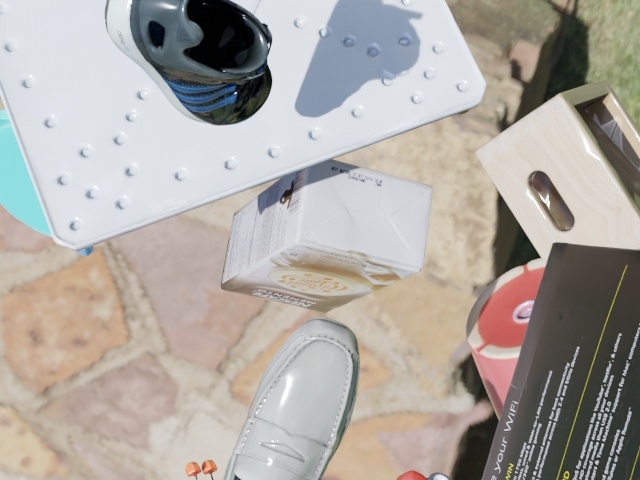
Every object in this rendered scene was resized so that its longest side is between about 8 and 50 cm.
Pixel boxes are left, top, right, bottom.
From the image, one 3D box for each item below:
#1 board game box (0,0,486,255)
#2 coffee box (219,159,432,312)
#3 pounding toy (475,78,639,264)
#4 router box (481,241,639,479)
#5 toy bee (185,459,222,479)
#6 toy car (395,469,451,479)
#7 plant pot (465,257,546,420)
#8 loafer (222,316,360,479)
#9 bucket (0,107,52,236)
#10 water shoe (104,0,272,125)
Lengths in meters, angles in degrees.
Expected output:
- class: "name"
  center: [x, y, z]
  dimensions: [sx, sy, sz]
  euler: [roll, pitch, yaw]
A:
- class: "board game box"
  center: [-0.106, -0.218, 1.099]
  dimensions: [0.050, 0.390, 0.390]
  euler: [97, 150, -70]
- class: "coffee box"
  center: [0.000, 0.000, 1.329]
  dimensions: [0.141, 0.098, 0.246]
  euler: [14, 162, -19]
- class: "pounding toy"
  center: [0.172, -0.018, 0.827]
  dimensions: [0.100, 0.130, 0.141]
  euler: [-34, 84, 30]
- class: "router box"
  center: [0.094, 0.092, 0.378]
  dimensions: [0.046, 0.179, 0.133]
  euler: [18, 178, -17]
- class: "toy bee"
  center: [-0.132, 0.362, 1.585]
  dimensions: [0.298, 0.195, 0.162]
  euler: [-16, 77, 27]
- class: "toy car"
  center: [0.192, 0.260, 0.970]
  dimensions: [0.225, 0.053, 0.239]
  euler: [-23, 116, 35]
- class: "plant pot"
  center: [0.341, 0.173, 1.709]
  dimensions: [0.275, 0.275, 0.243]
  euler: [-14, 126, 36]
- class: "loafer"
  center: [-0.039, 0.232, 1.309]
  dimensions: [0.112, 0.111, 0.319]
  euler: [19, 111, -2]
- class: "bucket"
  center: [-0.377, -0.145, 1.898]
  dimensions: [0.281, 0.183, 0.281]
  euler: [10, 136, 10]
- class: "water shoe"
  center: [-0.068, -0.120, 0.834]
  dimensions: [0.080, 0.073, 0.203]
  euler: [16, 176, 25]
